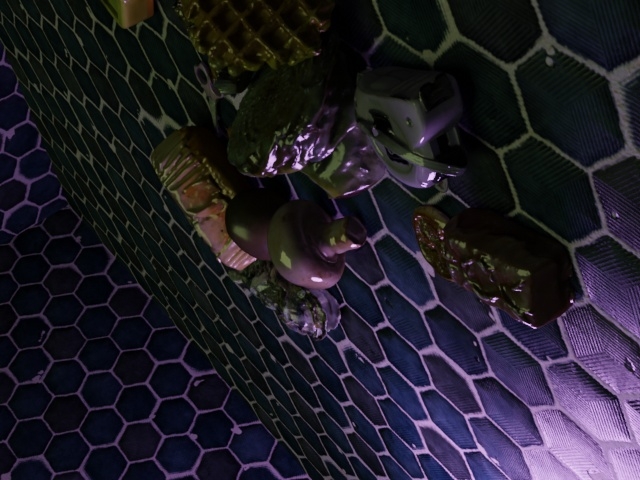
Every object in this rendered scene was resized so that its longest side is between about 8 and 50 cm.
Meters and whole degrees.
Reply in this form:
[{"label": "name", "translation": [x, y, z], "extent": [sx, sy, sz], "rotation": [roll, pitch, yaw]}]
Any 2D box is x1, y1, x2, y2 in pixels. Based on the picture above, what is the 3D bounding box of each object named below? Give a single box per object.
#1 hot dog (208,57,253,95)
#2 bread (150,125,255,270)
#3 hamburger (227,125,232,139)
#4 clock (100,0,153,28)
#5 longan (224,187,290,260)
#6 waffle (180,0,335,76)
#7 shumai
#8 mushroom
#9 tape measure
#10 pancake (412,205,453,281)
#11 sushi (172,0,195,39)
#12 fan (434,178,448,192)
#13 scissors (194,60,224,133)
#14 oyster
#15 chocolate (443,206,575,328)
[{"label": "hot dog", "translation": [-0.150, -0.387, 1.636], "extent": [0.162, 0.081, 0.270], "rotation": [-50, -28, -77]}, {"label": "bread", "translation": [-0.257, -0.107, 2.342], "extent": [0.389, 0.183, 0.236], "rotation": [54, -179, -21]}, {"label": "hamburger", "translation": [-0.184, -0.232, 2.171], "extent": [0.076, 0.044, 0.083], "rotation": [20, 136, 55]}, {"label": "clock", "translation": [-0.475, -0.610, 2.173], "extent": [0.202, 0.096, 0.143], "rotation": [52, 161, 13]}, {"label": "longan", "translation": [-0.133, -0.037, 2.179], "extent": [0.189, 0.189, 0.189], "rotation": [45, 156, 26]}, {"label": "waffle", "translation": [-0.102, -0.413, 1.503], "extent": [0.058, 0.281, 0.301], "rotation": [-5, -104, -71]}, {"label": "shumai", "translation": [0.014, -0.212, 1.652], "extent": [0.263, 0.304, 0.309], "rotation": [27, 176, -25]}, {"label": "mushroom", "translation": [-0.018, -0.004, 1.974], "extent": [0.206, 0.206, 0.209], "rotation": [49, 136, 17]}, {"label": "tape measure", "translation": [0.142, -0.177, 1.459], "extent": [0.236, 0.120, 0.197], "rotation": [28, 147, 58]}, {"label": "pancake", "translation": [0.215, 0.006, 1.687], "extent": [0.158, 0.028, 0.158], "rotation": [46, 156, 28]}, {"label": "sushi", "translation": [-0.201, -0.450, 1.794], "extent": [0.147, 0.115, 0.212], "rotation": [61, 157, -11]}, {"label": "fan", "translation": [0.194, -0.108, 1.597], "extent": [0.080, 0.003, 0.060], "rotation": [12, 132, 60]}, {"label": "scissors", "translation": [-0.253, -0.329, 2.207], "extent": [0.110, 0.021, 0.212], "rotation": [41, 154, 26]}, {"label": "oyster", "translation": [-0.092, 0.140, 2.398], "extent": [0.351, 0.158, 0.162], "rotation": [27, 112, 29]}, {"label": "chocolate", "translation": [0.295, 0.047, 1.488], "extent": [0.214, 0.093, 0.148], "rotation": [32, 150, 45]}]
